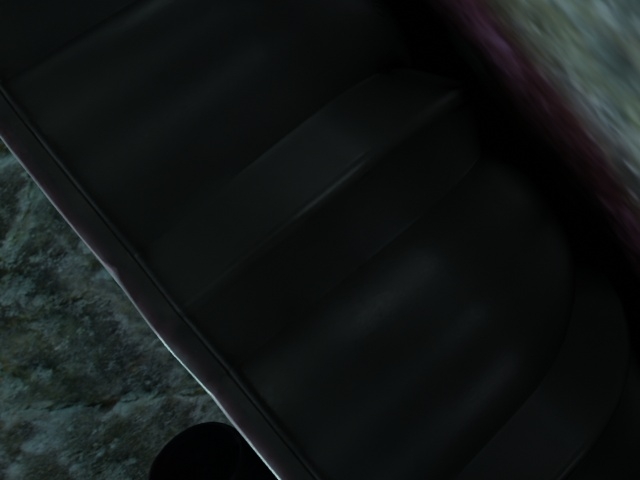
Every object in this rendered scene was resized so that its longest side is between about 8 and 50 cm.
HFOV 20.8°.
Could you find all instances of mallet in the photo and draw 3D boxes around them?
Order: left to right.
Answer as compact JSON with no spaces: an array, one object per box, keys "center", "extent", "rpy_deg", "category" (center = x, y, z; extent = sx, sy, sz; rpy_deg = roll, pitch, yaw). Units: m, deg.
[{"center":[0.005,0.132,0.513],"extent":[0.190,0.039,0.062],"rpy_deg":[53,179,42],"category":"mallet"}]

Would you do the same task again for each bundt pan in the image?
[{"center":[0.000,0.000,0.632],"extent":[0.331,0.124,0.331],"rpy_deg":[51,176,5],"category":"bundt pan"}]
